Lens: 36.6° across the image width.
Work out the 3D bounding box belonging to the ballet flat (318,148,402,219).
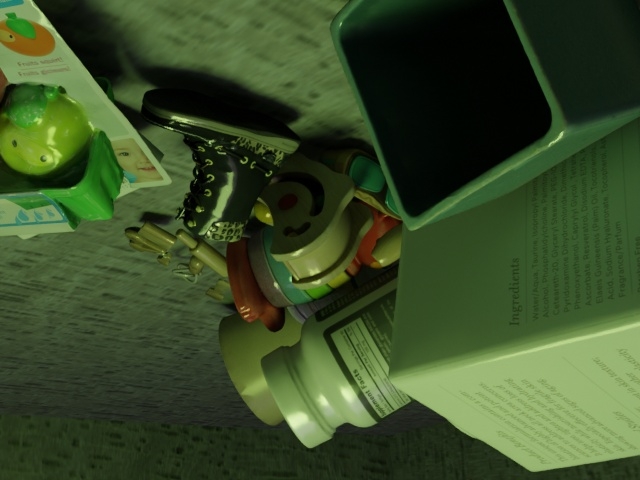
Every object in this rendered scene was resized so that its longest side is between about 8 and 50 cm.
[{"bbox_3d":[0.080,-0.091,1.468,0.073,0.080,0.232,15,172,38],"label":"ballet flat"}]

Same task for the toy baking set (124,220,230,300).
[{"bbox_3d":[-0.224,0.033,1.663,0.197,0.030,0.256,2,150,49],"label":"toy baking set"}]

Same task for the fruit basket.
[{"bbox_3d":[-0.377,-0.136,1.040,0.327,0.165,0.353,-3,155,18],"label":"fruit basket"}]

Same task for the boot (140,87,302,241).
[{"bbox_3d":[-0.151,-0.091,1.251,0.236,0.085,0.178,10,118,-43],"label":"boot"}]

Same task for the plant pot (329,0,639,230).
[{"bbox_3d":[0.206,-0.185,0.996,0.252,0.247,0.247,-13,167,-34],"label":"plant pot"}]

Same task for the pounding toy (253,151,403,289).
[{"bbox_3d":[0.000,0.000,1.363,0.269,0.154,0.155,31,161,48],"label":"pounding toy"}]

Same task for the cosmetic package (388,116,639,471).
[{"bbox_3d":[0.342,0.057,1.191,0.394,0.327,0.329,-20,138,37],"label":"cosmetic package"}]

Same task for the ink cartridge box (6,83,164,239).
[{"bbox_3d":[-0.385,-0.125,1.266,0.275,0.060,0.239,-19,130,34],"label":"ink cartridge box"}]

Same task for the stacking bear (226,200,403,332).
[{"bbox_3d":[0.005,0.020,1.603,0.289,0.164,0.175,-22,160,13],"label":"stacking bear"}]

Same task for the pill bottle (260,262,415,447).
[{"bbox_3d":[0.098,0.175,1.590,0.363,0.210,0.210,-30,156,4],"label":"pill bottle"}]

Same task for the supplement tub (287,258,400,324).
[{"bbox_3d":[0.042,0.074,1.768,0.200,0.144,0.144,-21,154,37],"label":"supplement tub"}]

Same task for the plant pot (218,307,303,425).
[{"bbox_3d":[-0.033,0.217,2.048,0.274,0.256,0.256,-28,154,14],"label":"plant pot"}]
